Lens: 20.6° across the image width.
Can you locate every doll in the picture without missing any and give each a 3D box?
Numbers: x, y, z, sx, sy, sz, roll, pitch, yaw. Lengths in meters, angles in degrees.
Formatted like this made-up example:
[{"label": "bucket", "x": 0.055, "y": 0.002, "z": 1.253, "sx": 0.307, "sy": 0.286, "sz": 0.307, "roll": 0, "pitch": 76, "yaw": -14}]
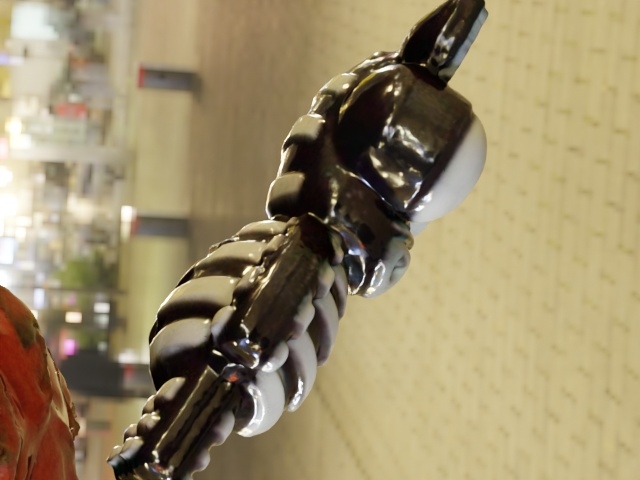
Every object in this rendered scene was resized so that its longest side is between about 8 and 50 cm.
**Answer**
[{"label": "doll", "x": 0.000, "y": 0.000, "z": 0.628, "sx": 0.219, "sy": 0.067, "sz": 0.091, "roll": -56, "pitch": 3, "yaw": -20}]

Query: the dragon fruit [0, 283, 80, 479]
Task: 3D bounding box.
[{"label": "dragon fruit", "x": -0.226, "y": 0.098, "z": 0.816, "sx": 0.252, "sy": 0.241, "sz": 0.241, "roll": -148, "pitch": 61, "yaw": -65}]
